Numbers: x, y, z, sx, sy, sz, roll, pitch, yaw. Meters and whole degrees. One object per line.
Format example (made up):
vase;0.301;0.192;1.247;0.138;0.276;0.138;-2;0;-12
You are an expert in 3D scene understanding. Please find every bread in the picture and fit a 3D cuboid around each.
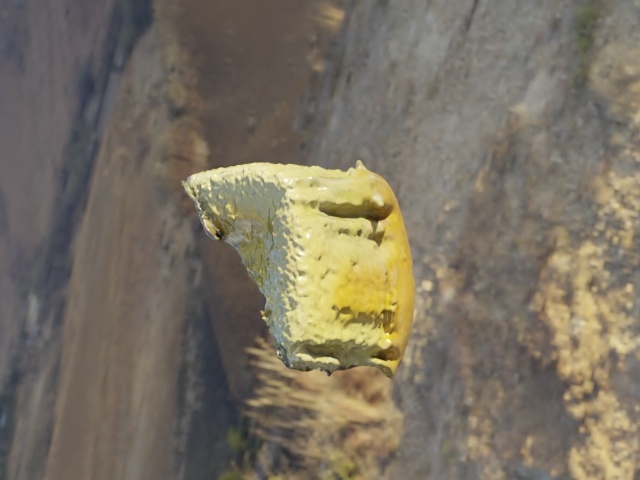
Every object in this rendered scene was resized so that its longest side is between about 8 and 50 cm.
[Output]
bread;0.001;-0.010;1.154;0.133;0.174;0.251;-58;45;30
